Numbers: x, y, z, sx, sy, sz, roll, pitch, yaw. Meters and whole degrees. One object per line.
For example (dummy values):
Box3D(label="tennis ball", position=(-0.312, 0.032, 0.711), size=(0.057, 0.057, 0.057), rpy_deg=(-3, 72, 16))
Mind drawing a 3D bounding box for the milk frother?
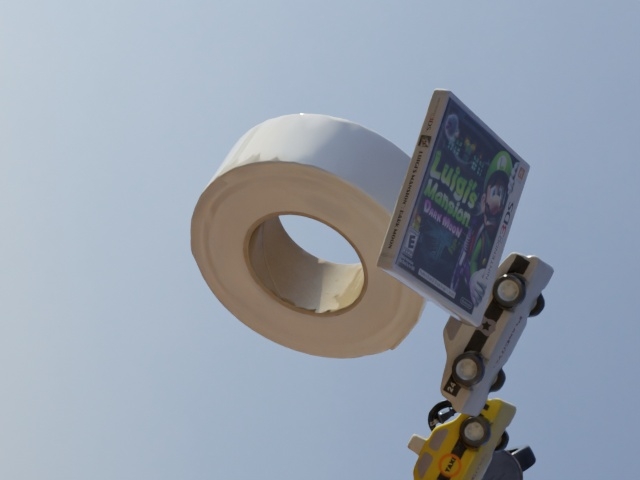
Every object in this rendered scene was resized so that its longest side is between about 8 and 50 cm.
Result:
Box3D(label="milk frother", position=(0.207, 0.294, 2.107), size=(0.143, 0.129, 0.135), rpy_deg=(47, -21, -5))

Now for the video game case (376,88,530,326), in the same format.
Box3D(label="video game case", position=(0.129, -0.026, 1.428), size=(0.022, 0.190, 0.173), rpy_deg=(11, -103, 34))

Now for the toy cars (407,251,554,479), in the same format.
Box3D(label="toy cars", position=(0.159, 0.173, 1.713), size=(0.087, 0.176, 0.393), rpy_deg=(27, -50, 23))

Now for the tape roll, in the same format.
Box3D(label="tape roll", position=(0.000, 0.000, 1.732), size=(0.286, 0.100, 0.286), rpy_deg=(13, -49, 15))
